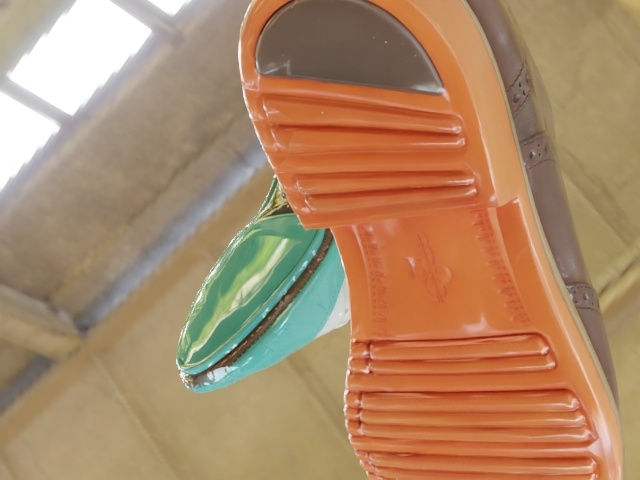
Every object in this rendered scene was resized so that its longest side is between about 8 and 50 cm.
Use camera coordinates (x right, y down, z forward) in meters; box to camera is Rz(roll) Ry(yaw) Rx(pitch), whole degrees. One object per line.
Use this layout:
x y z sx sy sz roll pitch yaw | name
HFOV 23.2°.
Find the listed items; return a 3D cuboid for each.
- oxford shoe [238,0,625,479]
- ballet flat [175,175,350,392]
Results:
0.078 0.013 0.708 0.130 0.363 0.132 1 -144 26 | oxford shoe
0.000 0.000 0.915 0.083 0.087 0.247 -7 -131 42 | ballet flat
